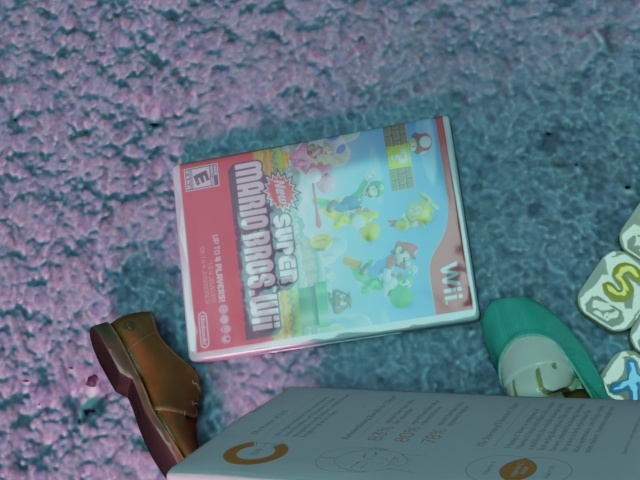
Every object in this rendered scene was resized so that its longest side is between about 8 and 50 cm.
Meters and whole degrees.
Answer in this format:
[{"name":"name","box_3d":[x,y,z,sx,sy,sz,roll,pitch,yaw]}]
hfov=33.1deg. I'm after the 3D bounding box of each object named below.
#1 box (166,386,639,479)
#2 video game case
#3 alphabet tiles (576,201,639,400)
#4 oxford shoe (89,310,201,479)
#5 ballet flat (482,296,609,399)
[{"name":"box","box_3d":[0.090,0.227,0.832,0.345,0.215,0.168,-1,100,25]},{"name":"video game case","box_3d":[0.000,0.000,1.055,0.285,0.025,0.204,-9,76,10]},{"name":"alphabet tiles","box_3d":[0.379,0.081,0.955,0.284,0.021,0.278,35,87,18]},{"name":"oxford shoe","box_3d":[-0.140,0.161,1.032,0.076,0.076,0.212,-23,79,-27]},{"name":"ballet flat","box_3d":[0.212,0.152,0.937,0.083,0.087,0.247,-37,72,22]}]
